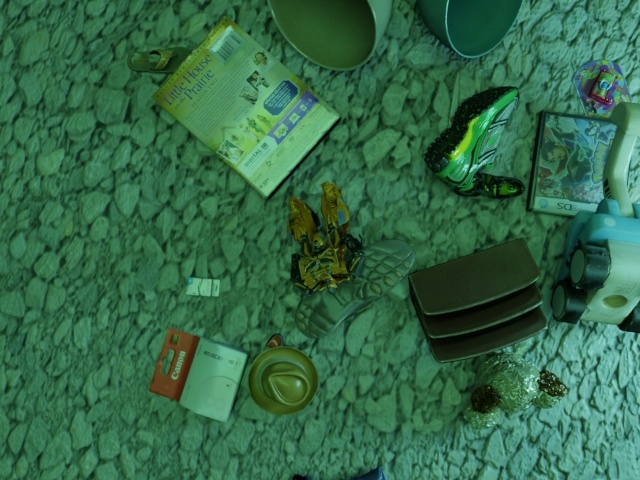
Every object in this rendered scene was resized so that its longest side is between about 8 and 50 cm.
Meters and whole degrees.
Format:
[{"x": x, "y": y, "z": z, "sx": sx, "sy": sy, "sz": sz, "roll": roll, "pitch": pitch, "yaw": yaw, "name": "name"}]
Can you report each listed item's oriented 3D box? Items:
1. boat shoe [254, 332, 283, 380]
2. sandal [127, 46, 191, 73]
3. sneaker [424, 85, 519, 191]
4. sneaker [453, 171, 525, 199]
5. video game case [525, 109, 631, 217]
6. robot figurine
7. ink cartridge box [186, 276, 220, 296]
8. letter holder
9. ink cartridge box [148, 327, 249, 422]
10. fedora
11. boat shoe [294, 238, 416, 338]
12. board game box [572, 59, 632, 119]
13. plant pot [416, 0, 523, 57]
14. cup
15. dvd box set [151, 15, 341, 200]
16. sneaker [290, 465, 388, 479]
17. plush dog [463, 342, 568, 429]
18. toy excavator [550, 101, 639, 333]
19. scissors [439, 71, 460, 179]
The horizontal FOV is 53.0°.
[{"x": -0.137, "y": 0.310, "z": 1.701, "sx": 0.049, "sy": 0.043, "sz": 0.137, "roll": 27, "pitch": 86, "yaw": 5, "name": "boat shoe"}, {"x": -0.446, "y": -0.497, "z": 1.762, "sx": 0.180, "sy": 0.049, "sz": 0.072, "roll": -2, "pitch": 86, "yaw": 2, "name": "sandal"}, {"x": 0.411, "y": -0.273, "z": 1.682, "sx": 0.343, "sy": 0.134, "sz": 0.146, "roll": -50, "pitch": 117, "yaw": -14, "name": "sneaker"}, {"x": 0.445, "y": -0.144, "z": 1.691, "sx": 0.188, "sy": 0.078, "sz": 0.067, "roll": 3, "pitch": 100, "yaw": 3, "name": "sneaker"}, {"x": 0.692, "y": -0.194, "z": 1.709, "sx": 0.249, "sy": 0.035, "sz": 0.274, "roll": 9, "pitch": 87, "yaw": 3, "name": "video game case"}, {"x": 0.000, "y": 0.000, "z": 1.623, "sx": 0.211, "sy": 0.085, "sz": 0.290, "roll": -24, "pitch": 53, "yaw": 20, "name": "robot figurine"}, {"x": -0.315, "y": 0.125, "z": 1.726, "sx": 0.083, "sy": 0.028, "sz": 0.048, "roll": 4, "pitch": 87, "yaw": 2, "name": "ink cartridge box"}, {"x": 0.398, "y": 0.158, "z": 1.600, "sx": 0.302, "sy": 0.152, "sz": 0.214, "roll": -18, "pitch": 59, "yaw": 1, "name": "letter holder"}, {"x": -0.325, "y": 0.353, "z": 1.700, "sx": 0.233, "sy": 0.066, "sz": 0.188, "roll": 17, "pitch": 87, "yaw": -1, "name": "ink cartridge box"}, {"x": -0.090, "y": 0.368, "z": 1.655, "sx": 0.195, "sy": 0.079, "sz": 0.194, "roll": -1, "pitch": 92, "yaw": -16, "name": "fedora"}, {"x": 0.088, "y": 0.117, "z": 1.665, "sx": 0.355, "sy": 0.130, "sz": 0.132, "roll": -35, "pitch": 82, "yaw": 5, "name": "boat shoe"}, {"x": 0.763, "y": -0.408, "z": 1.722, "sx": 0.133, "sy": 0.033, "sz": 0.168, "roll": -17, "pitch": 86, "yaw": 1, "name": "board game box"}, {"x": 0.359, "y": -0.643, "z": 1.655, "sx": 0.290, "sy": 0.290, "sz": 0.195, "roll": -49, "pitch": 50, "yaw": -2, "name": "plant pot"}, {"x": 0.059, "y": -0.641, "z": 1.649, "sx": 0.331, "sy": 0.331, "sz": 0.237, "roll": 36, "pitch": 62, "yaw": 4, "name": "cup"}, {"x": -0.199, "y": -0.356, "z": 1.738, "sx": 0.420, "sy": 0.062, "sz": 0.307, "roll": 41, "pitch": 89, "yaw": 4, "name": "dvd box set"}, {"x": 0.010, "y": 0.659, "z": 1.631, "sx": 0.316, "sy": 0.127, "sz": 0.182, "roll": -37, "pitch": 88, "yaw": 1, "name": "sneaker"}, {"x": 0.469, "y": 0.350, "z": 1.585, "sx": 0.263, "sy": 0.225, "sz": 0.210, "roll": -18, "pitch": 86, "yaw": 1, "name": "plush dog"}, {"x": 0.722, "y": -0.057, "z": 1.587, "sx": 0.223, "sy": 0.432, "sz": 0.445, "roll": 7, "pitch": 50, "yaw": 2, "name": "toy excavator"}, {"x": 0.347, "y": -0.307, "z": 1.736, "sx": 0.109, "sy": 0.021, "sz": 0.296, "roll": -7, "pitch": 87, "yaw": 1, "name": "scissors"}]
